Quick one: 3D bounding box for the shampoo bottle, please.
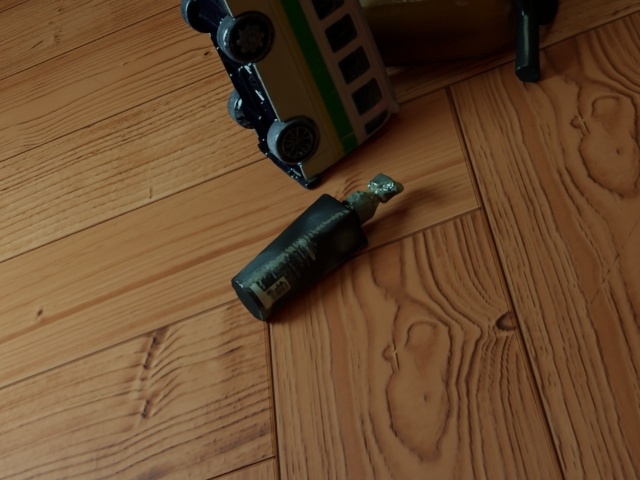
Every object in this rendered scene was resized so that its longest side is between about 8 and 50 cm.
[{"bbox_3d":[0.000,0.001,1.471,0.208,0.057,0.063,-40,37,-16],"label":"shampoo bottle"}]

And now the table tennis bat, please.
[{"bbox_3d":[0.244,-0.294,1.620,0.027,0.150,0.236,-11,62,31],"label":"table tennis bat"}]

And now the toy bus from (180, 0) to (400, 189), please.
[{"bbox_3d":[-0.037,-0.235,1.579,0.179,0.305,0.143,-33,35,-10],"label":"toy bus"}]

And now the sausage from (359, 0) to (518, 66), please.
[{"bbox_3d":[0.112,-0.264,1.688,0.274,0.105,0.105,0,44,32],"label":"sausage"}]
